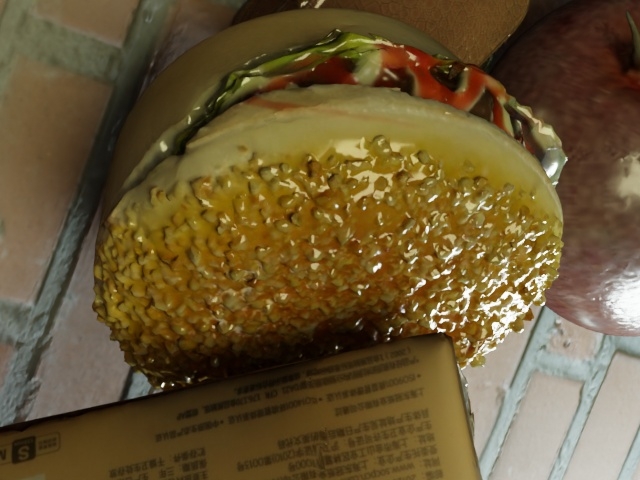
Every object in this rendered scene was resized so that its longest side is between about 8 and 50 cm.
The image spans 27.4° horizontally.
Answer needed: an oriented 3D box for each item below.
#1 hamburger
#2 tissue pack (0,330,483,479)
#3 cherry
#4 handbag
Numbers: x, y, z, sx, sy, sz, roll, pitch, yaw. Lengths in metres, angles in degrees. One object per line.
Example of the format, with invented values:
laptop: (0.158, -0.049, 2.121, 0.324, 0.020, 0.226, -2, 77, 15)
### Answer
hamburger: (0.000, 0.000, 0.810, 0.301, 0.170, 0.302, -8, 135, -8)
tissue pack: (-0.041, 0.203, 0.761, 0.305, 0.238, 0.239, -14, 117, 7)
cherry: (0.234, -0.057, 0.963, 0.261, 0.221, 0.307, -34, 134, -15)
handbag: (0.047, -0.151, 0.902, 0.193, 0.072, 0.151, -45, 124, -13)
